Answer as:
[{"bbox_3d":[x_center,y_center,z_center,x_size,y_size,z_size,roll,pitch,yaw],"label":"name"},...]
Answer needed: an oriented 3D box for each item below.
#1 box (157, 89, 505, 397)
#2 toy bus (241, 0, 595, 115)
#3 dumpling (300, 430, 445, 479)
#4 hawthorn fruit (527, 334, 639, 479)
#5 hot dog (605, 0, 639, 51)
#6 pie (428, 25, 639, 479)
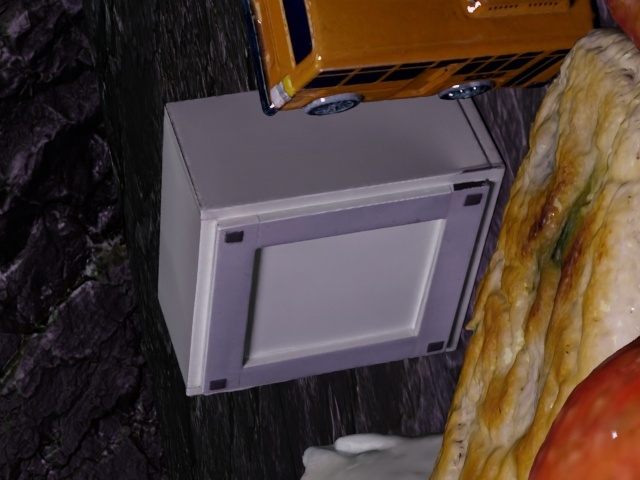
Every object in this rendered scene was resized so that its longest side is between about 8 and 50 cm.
[{"bbox_3d":[0.000,0.000,1.231,0.225,0.225,0.117,98,157,-49],"label":"box"},{"bbox_3d":[0.064,-0.141,0.977,0.114,0.201,0.098,149,111,-66],"label":"toy bus"},{"bbox_3d":[0.109,0.242,1.022,0.211,0.270,0.320,-57,14,35],"label":"dumpling"},{"bbox_3d":[0.197,0.115,0.549,0.261,0.258,0.258,112,147,-44],"label":"hawthorn fruit"},{"bbox_3d":[0.182,-0.176,0.547,0.387,0.174,0.267,-115,19,-44],"label":"hot dog"},{"bbox_3d":[0.131,0.040,0.861,0.337,0.075,0.337,-164,90,-84],"label":"pie"}]
